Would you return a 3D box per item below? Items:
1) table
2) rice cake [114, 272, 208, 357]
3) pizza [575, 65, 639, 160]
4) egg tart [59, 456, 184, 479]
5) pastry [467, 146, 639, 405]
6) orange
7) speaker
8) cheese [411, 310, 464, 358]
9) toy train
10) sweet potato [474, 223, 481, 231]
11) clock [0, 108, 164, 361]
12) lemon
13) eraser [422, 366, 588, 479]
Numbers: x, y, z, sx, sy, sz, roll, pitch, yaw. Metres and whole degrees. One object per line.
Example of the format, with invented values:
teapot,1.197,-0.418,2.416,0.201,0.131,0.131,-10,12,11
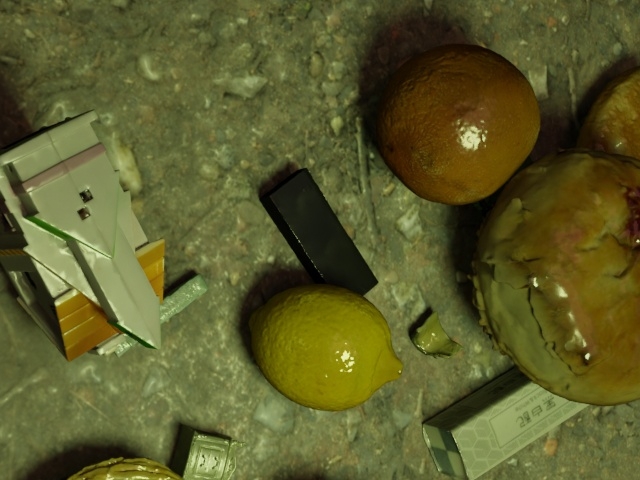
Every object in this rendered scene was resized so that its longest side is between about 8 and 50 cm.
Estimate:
table,-0.163,0.316,1.360,0.083,0.062,0.079,18,81,-25
rice cake,-0.234,0.106,1.351,0.170,0.029,0.033,-37,107,-23
pizza,0.563,-0.117,1.703,0.277,0.114,0.409,11,84,-24
egg tart,-0.284,0.436,1.266,0.293,0.123,0.294,2,84,-24
pastry,0.420,0.059,1.492,0.409,0.245,0.410,3,82,-20
orange,0.216,-0.179,1.465,0.264,0.264,0.264,1,88,-26
speaker,0.000,0.000,1.461,0.082,0.044,0.218,-40,105,-22
cheese,0.192,0.166,1.551,0.084,0.041,0.060,46,62,-1
toy train,0.317,-0.098,1.624,0.148,0.038,0.071,-45,107,-21
sweet potato,0.343,-0.014,1.631,0.179,0.044,0.044,7,85,-26
clock,-0.310,0.009,1.207,0.166,0.235,0.310,-33,107,-30
lemon,0.003,0.156,1.382,0.244,0.187,0.187,21,77,10
eraser,0.364,0.265,1.599,0.403,0.098,0.096,-26,99,-25
